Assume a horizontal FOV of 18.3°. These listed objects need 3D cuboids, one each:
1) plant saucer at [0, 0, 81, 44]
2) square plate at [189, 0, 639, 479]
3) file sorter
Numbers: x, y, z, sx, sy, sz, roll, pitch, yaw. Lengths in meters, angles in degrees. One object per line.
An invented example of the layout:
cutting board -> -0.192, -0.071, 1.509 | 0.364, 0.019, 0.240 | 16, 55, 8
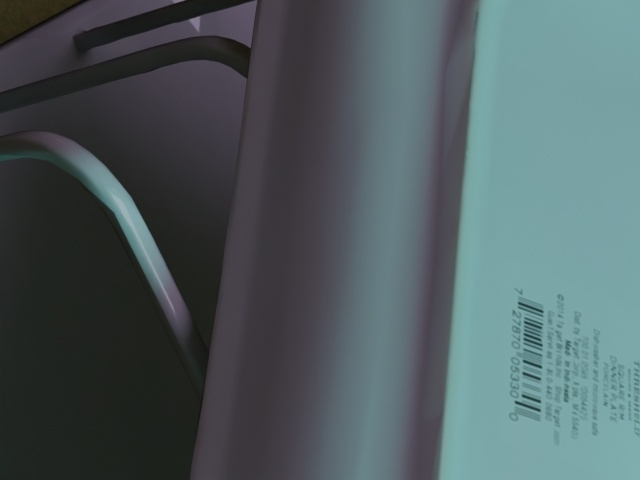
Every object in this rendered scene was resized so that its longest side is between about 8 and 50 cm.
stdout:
plant saucer -> -0.099, -0.118, 0.750 | 0.188, 0.045, 0.188 | 37, 46, -33
square plate -> 0.124, 0.067, 0.542 | 0.344, 0.049, 0.347 | 23, 57, -28
file sorter -> 0.000, 0.000, 0.643 | 0.277, 0.173, 0.193 | -37, 108, -41
